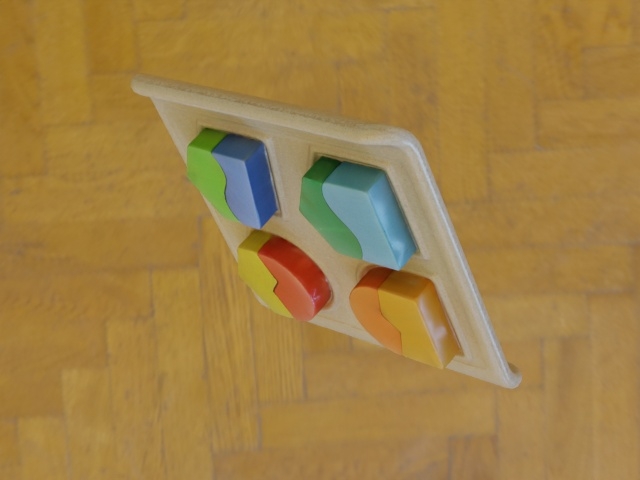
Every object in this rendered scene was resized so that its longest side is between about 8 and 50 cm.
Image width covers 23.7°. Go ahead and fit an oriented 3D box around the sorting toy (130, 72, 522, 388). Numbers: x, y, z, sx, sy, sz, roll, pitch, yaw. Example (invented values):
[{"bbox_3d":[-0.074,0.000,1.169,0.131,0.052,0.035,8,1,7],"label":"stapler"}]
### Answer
[{"bbox_3d":[0.000,0.000,0.832,0.038,0.193,0.208,-52,135,-24],"label":"sorting toy"}]
